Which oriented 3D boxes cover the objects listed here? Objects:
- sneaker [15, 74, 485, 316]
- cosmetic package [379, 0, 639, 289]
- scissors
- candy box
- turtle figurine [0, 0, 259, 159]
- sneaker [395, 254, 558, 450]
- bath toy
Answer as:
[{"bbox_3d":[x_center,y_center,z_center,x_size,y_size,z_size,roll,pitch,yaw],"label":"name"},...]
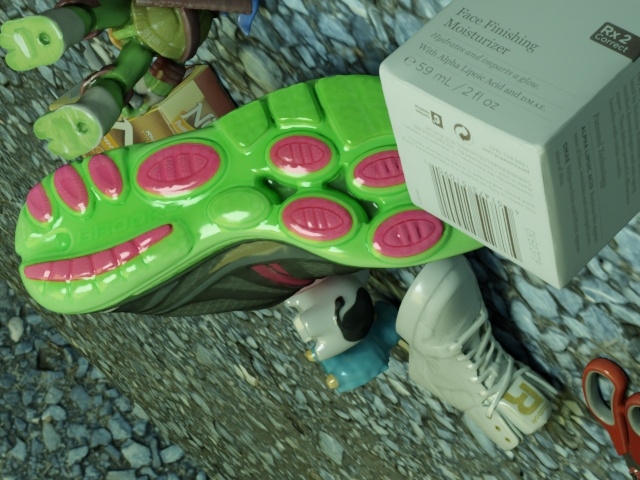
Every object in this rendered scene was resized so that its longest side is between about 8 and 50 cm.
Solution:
[{"bbox_3d":[-0.040,-0.033,1.480,0.482,0.185,0.202,-7,171,16],"label":"sneaker"},{"bbox_3d":[0.166,-0.099,1.146,0.151,0.183,0.151,32,155,34],"label":"cosmetic package"},{"bbox_3d":[0.319,0.221,1.654,0.109,0.021,0.297,31,155,29],"label":"scissors"},{"bbox_3d":[-0.187,-0.112,1.916,0.316,0.087,0.183,8,137,58],"label":"candy box"},{"bbox_3d":[-0.221,-0.198,1.532,0.274,0.266,0.198,24,127,11],"label":"turtle figurine"},{"bbox_3d":[0.173,0.118,1.640,0.169,0.108,0.292,36,166,21],"label":"sneaker"},{"bbox_3d":[0.000,0.000,1.717,0.151,0.129,0.348,52,169,48],"label":"bath toy"}]
